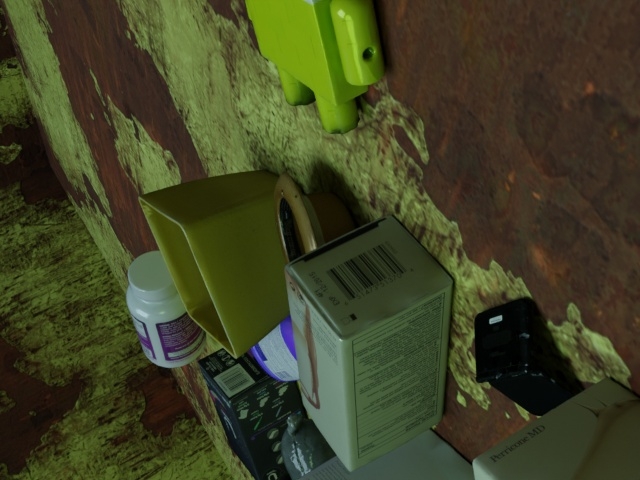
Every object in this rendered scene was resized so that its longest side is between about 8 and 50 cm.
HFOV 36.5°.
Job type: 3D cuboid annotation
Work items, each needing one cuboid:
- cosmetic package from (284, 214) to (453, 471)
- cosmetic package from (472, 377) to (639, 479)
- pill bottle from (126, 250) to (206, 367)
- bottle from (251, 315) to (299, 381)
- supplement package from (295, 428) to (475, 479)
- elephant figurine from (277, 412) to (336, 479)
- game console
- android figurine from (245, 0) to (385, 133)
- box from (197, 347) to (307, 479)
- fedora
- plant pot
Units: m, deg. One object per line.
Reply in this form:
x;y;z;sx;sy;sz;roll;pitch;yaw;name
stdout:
0.059;0.130;1.170;0.129;0.153;0.296;50;157;36;cosmetic package
0.275;0.250;0.740;0.309;0.160;0.113;36;147;52;cosmetic package
-0.381;0.166;2.384;0.169;0.169;0.301;50;157;34;pill bottle
-0.012;0.145;1.438;0.118;0.092;0.283;55;153;-5;bottle
0.087;0.409;1.304;0.199;0.263;0.198;35;148;54;supplement package
0.009;0.420;1.592;0.169;0.186;0.239;136;137;-61;elephant figurine
0.208;0.119;0.968;0.122;0.071;0.107;139;133;-71;game console
-0.023;-0.248;1.002;0.248;0.056;0.272;42;153;48;android figurine
-0.125;0.349;1.988;0.165;0.143;0.270;40;152;51;box
0.000;0.000;1.243;0.194;0.079;0.194;166;90;-77;fedora
-0.113;0.010;1.402;0.212;0.187;0.212;27;140;61;plant pot
